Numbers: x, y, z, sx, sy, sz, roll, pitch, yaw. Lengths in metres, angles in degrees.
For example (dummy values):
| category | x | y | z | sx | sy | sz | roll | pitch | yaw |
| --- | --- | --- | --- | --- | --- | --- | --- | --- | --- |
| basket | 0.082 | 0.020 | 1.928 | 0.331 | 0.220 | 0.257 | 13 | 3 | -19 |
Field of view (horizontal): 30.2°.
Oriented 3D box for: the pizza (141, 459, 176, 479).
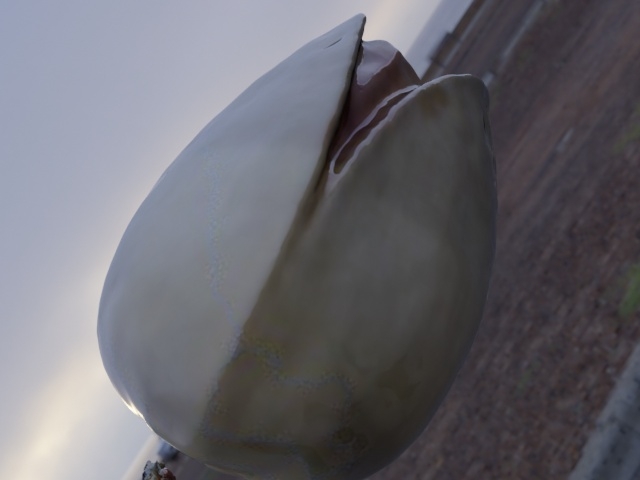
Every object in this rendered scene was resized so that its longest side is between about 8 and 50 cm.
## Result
| category | x | y | z | sx | sy | sz | roll | pitch | yaw |
| --- | --- | --- | --- | --- | --- | --- | --- | --- | --- |
| pizza | -0.127 | 0.207 | 0.917 | 0.099 | 0.029 | 0.100 | 107 | 166 | -61 |

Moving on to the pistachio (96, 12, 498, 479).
| category | x | y | z | sx | sy | sz | roll | pitch | yaw |
| --- | --- | --- | --- | --- | --- | --- | --- | --- | --- |
| pistachio | 0.000 | 0.000 | 0.627 | 0.187 | 0.187 | 0.299 | -54 | 6 | 51 |
